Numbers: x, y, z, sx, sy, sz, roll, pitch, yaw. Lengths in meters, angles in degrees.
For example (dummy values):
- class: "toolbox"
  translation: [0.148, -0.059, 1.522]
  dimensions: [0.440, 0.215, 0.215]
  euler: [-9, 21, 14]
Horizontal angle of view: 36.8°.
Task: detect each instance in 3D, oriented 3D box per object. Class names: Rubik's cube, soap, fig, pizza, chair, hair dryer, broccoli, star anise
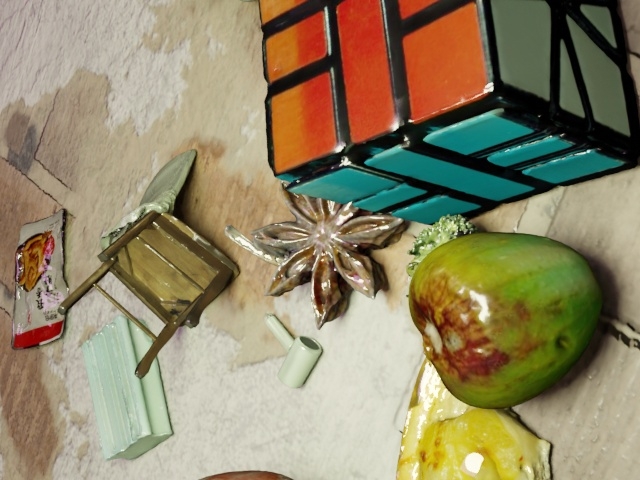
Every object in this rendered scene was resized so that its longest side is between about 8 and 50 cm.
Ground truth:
- class: "Rubik's cube"
  translation: [0.127, -0.194, 0.992]
  dimensions: [0.283, 0.288, 0.293]
  euler: [-14, 71, 41]
- class: "soap"
  translation: [-0.298, 0.226, 1.476]
  dimensions: [0.114, 0.063, 0.198]
  euler: [-34, 60, 33]
- class: "fig"
  translation: [0.186, 0.071, 0.973]
  dimensions: [0.191, 0.181, 0.181]
  euler: [-19, 67, 11]
- class: "pizza"
  translation: [0.149, 0.219, 1.038]
  dimensions: [0.188, 0.080, 0.204]
  euler: [-11, 74, 42]
- class: "chair"
  translation: [-0.225, 0.024, 1.403]
  dimensions: [0.186, 0.319, 0.160]
  euler: [41, 121, -8]
- class: "hair dryer"
  translation: [-0.049, 0.135, 1.277]
  dimensions: [0.124, 0.038, 0.063]
  euler: [46, 114, 45]
- class: "broccoli"
  translation: [0.134, 0.021, 1.077]
  dimensions: [0.097, 0.092, 0.095]
  euler: [-7, 105, 38]
- class: "star anise"
  translation: [0.000, -0.001, 1.218]
  dimensions: [0.262, 0.081, 0.230]
  euler: [-3, 80, 32]

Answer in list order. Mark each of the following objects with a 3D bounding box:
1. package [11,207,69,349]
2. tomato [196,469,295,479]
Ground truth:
- class: "package"
  translation: [-0.499, 0.070, 1.721]
  dimensions: [0.154, 0.030, 0.239]
  euler: [-16, 71, 39]
- class: "tomato"
  translation: [-0.093, 0.423, 1.091]
  dimensions: [0.317, 0.282, 0.316]
  euler: [-14, 70, 41]
